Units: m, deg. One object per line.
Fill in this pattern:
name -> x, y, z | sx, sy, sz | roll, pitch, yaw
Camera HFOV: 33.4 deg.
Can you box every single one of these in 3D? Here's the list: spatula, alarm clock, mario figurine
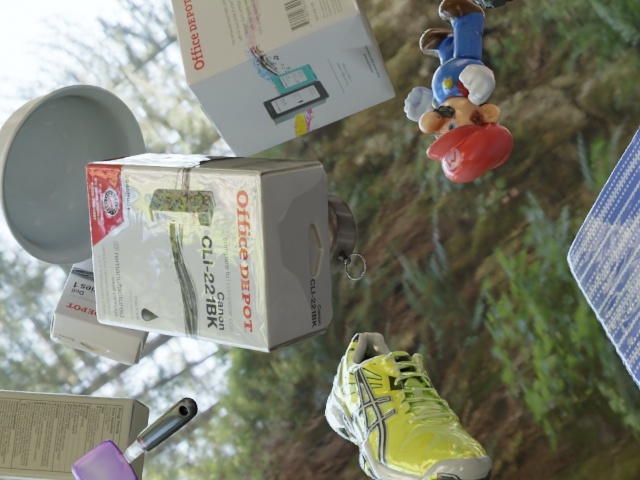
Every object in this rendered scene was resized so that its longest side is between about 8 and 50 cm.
spatula -> -0.250, 0.286, 1.467 | 0.084, 0.296, 0.030 | 54, -139, 5
alarm clock -> 0.000, 0.000, 1.584 | 0.192, 0.129, 0.064 | 35, -162, 34
mario figurine -> 0.199, -0.235, 1.674 | 0.198, 0.170, 0.321 | 58, -156, -54

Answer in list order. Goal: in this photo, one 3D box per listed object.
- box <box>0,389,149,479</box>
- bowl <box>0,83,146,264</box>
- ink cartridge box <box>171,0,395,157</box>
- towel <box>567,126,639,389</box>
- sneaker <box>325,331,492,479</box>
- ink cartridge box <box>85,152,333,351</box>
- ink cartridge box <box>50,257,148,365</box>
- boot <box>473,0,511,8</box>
box -> -0.456, 0.332, 1.792 | 0.121, 0.311, 0.148 | 75, -160, -74
bowl -> -0.441, -0.119, 1.765 | 0.134, 0.298, 0.298 | 17, 167, 37
ink cartridge box -> -0.058, -0.293, 1.623 | 0.197, 0.270, 0.198 | 57, -165, -53
towel -> 0.434, 0.028, 1.371 | 0.040, 0.243, 0.336 | 14, -150, -18
sneaker -> 0.111, 0.242, 1.522 | 0.145, 0.147, 0.384 | 0, -168, -27
ink cartridge box -> -0.130, 0.006, 1.219 | 0.114, 0.272, 0.197 | -16, -73, -53
ink cartridge box -> -0.355, 0.085, 1.846 | 0.160, 0.093, 0.219 | 17, -128, -5
boot -> 0.251, -0.481, 1.296 | 0.260, 0.348, 0.131 | 45, 177, -40
